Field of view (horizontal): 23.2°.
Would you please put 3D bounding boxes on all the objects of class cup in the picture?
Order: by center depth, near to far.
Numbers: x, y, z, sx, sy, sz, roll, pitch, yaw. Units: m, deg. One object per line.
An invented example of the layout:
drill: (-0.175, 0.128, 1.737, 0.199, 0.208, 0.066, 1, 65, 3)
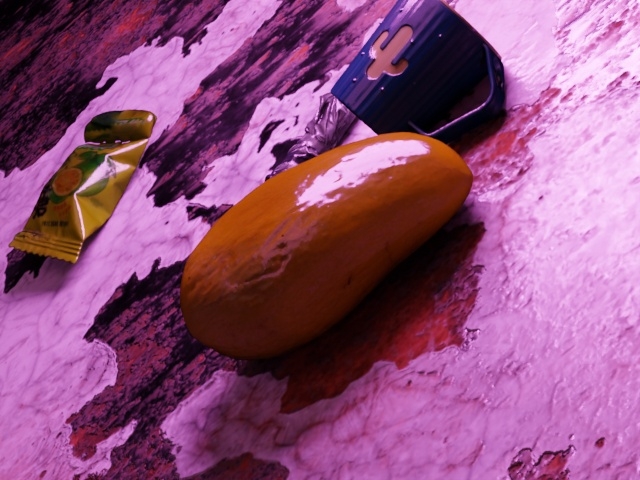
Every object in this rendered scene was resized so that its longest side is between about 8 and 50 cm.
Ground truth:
cup: (0.112, -0.173, 1.699, 0.155, 0.131, 0.176, -47, 57, 6)

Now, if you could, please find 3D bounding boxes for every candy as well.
candy: (-0.318, -0.071, 2.112, 0.149, 0.069, 0.246, 1, 49, 43)

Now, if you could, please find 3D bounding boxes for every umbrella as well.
umbrella: (-0.001, -0.122, 1.823, 0.046, 0.050, 0.188, 32, 78, 36)

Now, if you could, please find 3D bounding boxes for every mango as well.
mango: (-0.005, -0.002, 1.619, 0.332, 0.142, 0.195, -38, 36, -2)
